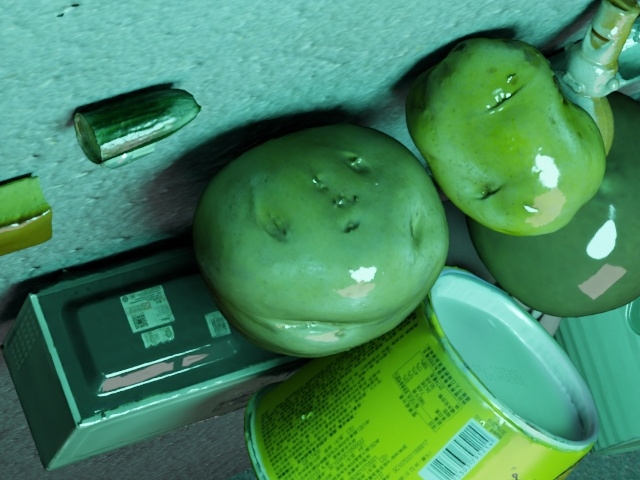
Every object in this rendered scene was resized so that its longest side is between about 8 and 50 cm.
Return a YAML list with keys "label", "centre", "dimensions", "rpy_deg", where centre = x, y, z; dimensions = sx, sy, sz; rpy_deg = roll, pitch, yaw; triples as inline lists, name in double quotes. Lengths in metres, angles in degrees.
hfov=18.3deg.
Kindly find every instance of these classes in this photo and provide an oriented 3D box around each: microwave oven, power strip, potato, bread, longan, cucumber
- label: "microwave oven"
  centre: [-0.183, 0.111, 2.215]
  dimensions: [0.295, 0.181, 0.237]
  rpy_deg: [-16, 165, -22]
- label: "power strip"
  centre: [-0.175, -0.083, 1.753]
  dimensions: [0.055, 0.035, 0.083]
  rpy_deg: [-23, -179, 10]
- label: "potato"
  centre: [0.174, -0.097, 1.888]
  dimensions: [0.137, 0.200, 0.154]
  rpy_deg: [-43, -171, -24]
- label: "potato"
  centre: [0.000, 0.000, 1.935]
  dimensions: [0.243, 0.221, 0.326]
  rpy_deg: [-24, 170, -2]
- label: "bread"
  centre: [-0.353, 0.002, 1.769]
  dimensions: [0.226, 0.049, 0.088]
  rpy_deg: [-17, 167, -14]
- label: "longan"
  centre: [0.277, -0.044, 2.126]
  dimensions: [0.258, 0.258, 0.258]
  rpy_deg: [-20, 168, -4]
- label: "cucumber"
  centre: [-0.151, -0.102, 1.661]
  dimensions: [0.105, 0.048, 0.048]
  rpy_deg: [-22, 168, -13]

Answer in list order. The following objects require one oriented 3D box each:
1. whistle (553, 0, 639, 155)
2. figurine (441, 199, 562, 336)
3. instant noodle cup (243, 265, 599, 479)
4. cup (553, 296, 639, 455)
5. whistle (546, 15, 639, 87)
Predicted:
- label: "whistle"
  centre: [0.255, -0.147, 1.938]
  dimensions: [0.057, 0.107, 0.220]
  rpy_deg: [-17, 141, -39]
- label: "figurine"
  centre: [0.173, 0.050, 2.332]
  dimensions: [0.211, 0.269, 0.261]
  rpy_deg: [-42, -159, -11]
- label: "instant noodle cup"
  centre: [0.118, 0.198, 2.081]
  dimensions: [0.254, 0.325, 0.325]
  rpy_deg: [-46, 158, 23]
- label: "cup"
  centre: [0.385, 0.057, 2.472]
  dimensions: [0.310, 0.392, 0.401]
  rpy_deg: [-6, 167, -32]
- label: "whistle"
  centre: [0.255, -0.165, 2.022]
  dimensions: [0.312, 0.062, 0.062]
  rpy_deg: [-24, 168, 14]
